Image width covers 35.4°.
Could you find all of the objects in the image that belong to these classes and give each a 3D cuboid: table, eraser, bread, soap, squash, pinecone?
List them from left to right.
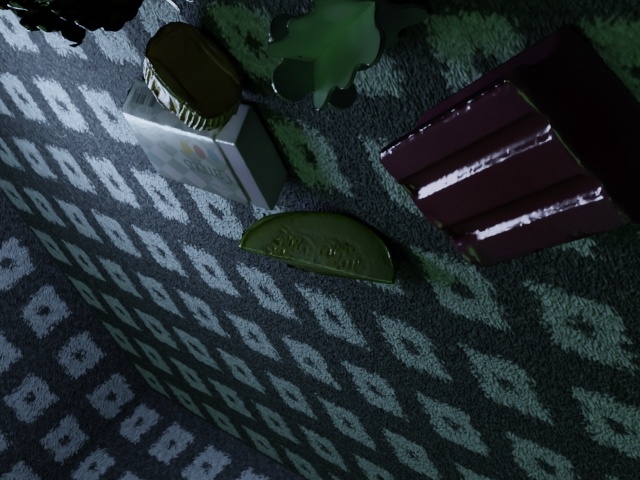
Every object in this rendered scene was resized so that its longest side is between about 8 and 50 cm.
[{"bbox_3d":[-0.372,-0.446,1.527,0.296,0.242,0.298,-44,71,34],"label":"pinecone"},{"bbox_3d":[-0.228,-0.286,1.786,0.190,0.132,0.114,46,159,3],"label":"bread"},{"bbox_3d":[-0.239,-0.197,2.008,0.397,0.082,0.213,19,146,46],"label":"eraser"},{"bbox_3d":[0.000,0.000,1.893,0.203,0.111,0.289,20,172,-27],"label":"squash"},{"bbox_3d":[0.032,-0.282,1.353,0.166,0.166,0.198,48,149,-6],"label":"table"},{"bbox_3d":[0.253,-0.100,1.304,0.233,0.128,0.359,50,156,-7],"label":"soap"}]

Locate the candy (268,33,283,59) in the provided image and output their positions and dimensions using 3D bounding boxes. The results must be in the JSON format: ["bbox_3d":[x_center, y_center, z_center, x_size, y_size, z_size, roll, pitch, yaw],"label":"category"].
[{"bbox_3d":[-0.022,-0.288,1.510,0.110,0.085,0.095,30,160,53],"label":"candy"}]

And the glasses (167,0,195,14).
[{"bbox_3d":[-0.303,-0.473,1.657,0.255,0.095,0.162,30,148,25],"label":"glasses"}]
